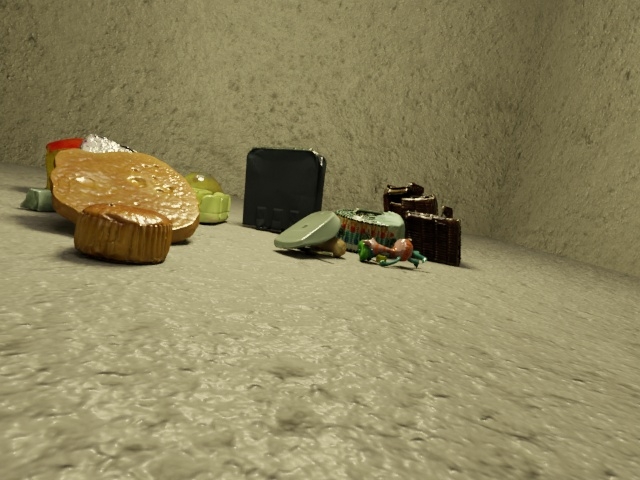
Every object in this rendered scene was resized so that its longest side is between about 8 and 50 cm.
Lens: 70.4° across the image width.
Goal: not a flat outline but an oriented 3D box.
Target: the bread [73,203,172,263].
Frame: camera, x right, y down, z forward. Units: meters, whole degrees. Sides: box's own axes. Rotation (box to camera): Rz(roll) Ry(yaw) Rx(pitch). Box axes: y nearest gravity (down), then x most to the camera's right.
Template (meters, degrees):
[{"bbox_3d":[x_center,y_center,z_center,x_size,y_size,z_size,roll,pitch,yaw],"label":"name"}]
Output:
[{"bbox_3d":[-0.402,-0.021,0.938,0.198,0.104,0.199,11,6,-1],"label":"bread"}]

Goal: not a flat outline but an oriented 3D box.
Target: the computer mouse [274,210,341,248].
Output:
[{"bbox_3d":[-0.030,-0.018,1.345,0.127,0.079,0.230,2,26,46],"label":"computer mouse"}]

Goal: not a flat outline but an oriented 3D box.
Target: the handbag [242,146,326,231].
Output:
[{"bbox_3d":[-0.139,-0.184,1.735,0.302,0.330,0.122,6,4,20],"label":"handbag"}]

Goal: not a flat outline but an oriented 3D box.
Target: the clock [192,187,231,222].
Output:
[{"bbox_3d":[-0.534,-0.149,1.738,0.347,0.118,0.286,9,6,0],"label":"clock"}]

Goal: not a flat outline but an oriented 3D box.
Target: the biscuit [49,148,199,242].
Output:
[{"bbox_3d":[-0.513,-0.119,1.210,0.364,0.062,0.385,-2,41,-38],"label":"biscuit"}]

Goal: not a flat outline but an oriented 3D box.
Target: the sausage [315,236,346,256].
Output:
[{"bbox_3d":[-0.002,-0.001,1.486,0.065,0.066,0.301,6,6,-25],"label":"sausage"}]

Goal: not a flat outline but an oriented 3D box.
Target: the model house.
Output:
[{"bbox_3d":[0.427,-0.064,1.704,0.296,0.318,0.282,-9,12,-29],"label":"model house"}]

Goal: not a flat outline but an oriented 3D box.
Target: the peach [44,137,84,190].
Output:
[{"bbox_3d":[-0.925,-0.281,1.809,0.379,0.243,0.306,9,12,1],"label":"peach"}]

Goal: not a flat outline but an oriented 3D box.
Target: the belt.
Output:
[{"bbox_3d":[0.172,-0.032,1.604,0.257,0.150,0.207,8,15,-1],"label":"belt"}]

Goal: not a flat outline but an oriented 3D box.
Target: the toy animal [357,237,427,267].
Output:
[{"bbox_3d":[0.219,0.044,1.381,0.208,0.100,0.104,11,46,-13],"label":"toy animal"}]

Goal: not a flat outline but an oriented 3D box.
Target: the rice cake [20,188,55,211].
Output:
[{"bbox_3d":[-0.795,-0.123,1.390,0.063,0.069,0.206,13,6,26],"label":"rice cake"}]

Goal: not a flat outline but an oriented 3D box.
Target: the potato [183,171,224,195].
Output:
[{"bbox_3d":[-0.512,-0.202,1.977,0.174,0.159,0.251,-16,-14,16],"label":"potato"}]

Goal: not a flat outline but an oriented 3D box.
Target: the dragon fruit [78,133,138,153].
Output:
[{"bbox_3d":[-0.630,-0.158,1.406,0.282,0.221,0.204,20,-42,-23],"label":"dragon fruit"}]

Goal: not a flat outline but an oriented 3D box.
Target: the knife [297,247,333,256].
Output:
[{"bbox_3d":[-0.041,0.030,1.333,0.222,0.021,0.045,10,11,39],"label":"knife"}]
